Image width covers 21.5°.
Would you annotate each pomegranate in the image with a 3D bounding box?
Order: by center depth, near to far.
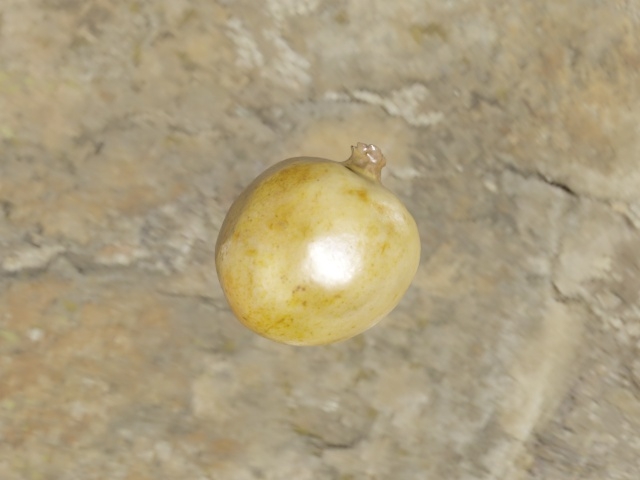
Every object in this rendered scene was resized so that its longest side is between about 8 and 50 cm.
[{"bbox_3d":[0.000,0.000,1.495,0.196,0.196,0.196,-5,74,20],"label":"pomegranate"}]
